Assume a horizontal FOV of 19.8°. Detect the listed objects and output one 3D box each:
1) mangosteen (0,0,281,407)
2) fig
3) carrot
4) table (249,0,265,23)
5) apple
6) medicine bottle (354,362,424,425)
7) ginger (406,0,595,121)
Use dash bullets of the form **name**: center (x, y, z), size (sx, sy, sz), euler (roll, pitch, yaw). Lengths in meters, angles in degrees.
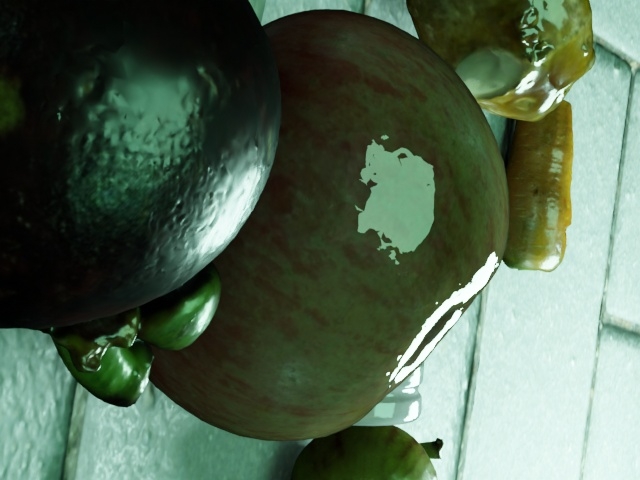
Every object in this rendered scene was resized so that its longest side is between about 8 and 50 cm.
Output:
- **mangosteen**: center (-0.180, -0.050, 1.157), size (0.306, 0.306, 0.359), euler (-22, 125, -55)
- **fig**: center (0.042, 0.224, 1.715), size (0.142, 0.148, 0.186), euler (59, 6, -24)
- **carrot**: center (0.240, -0.062, 2.026), size (0.087, 0.087, 0.193), euler (12, 82, -58)
- **table**: center (-0.083, -0.193, 1.485), size (0.133, 0.043, 0.133), euler (14, 90, -78)
- **apple**: center (0.000, 0.000, 1.403), size (0.269, 0.345, 0.344), euler (32, 59, -10)
- **medicine bottle**: center (0.034, 0.037, 1.661), size (0.133, 0.133, 0.249), euler (-4, 97, -58)
- **ginger**: center (0.133, -0.298, 1.738), size (0.254, 0.176, 0.418), euler (-32, 116, -48)
